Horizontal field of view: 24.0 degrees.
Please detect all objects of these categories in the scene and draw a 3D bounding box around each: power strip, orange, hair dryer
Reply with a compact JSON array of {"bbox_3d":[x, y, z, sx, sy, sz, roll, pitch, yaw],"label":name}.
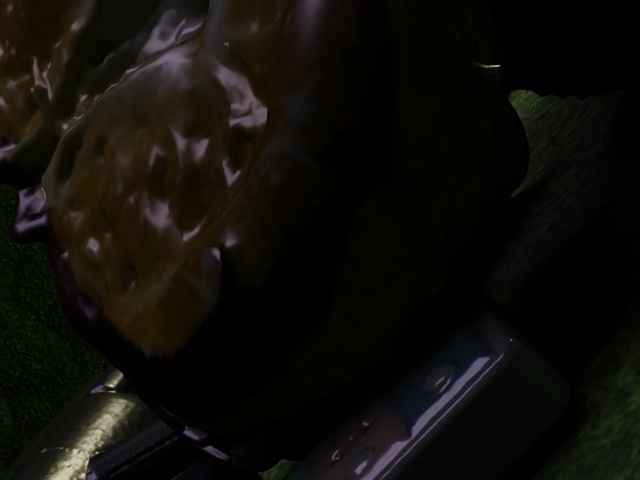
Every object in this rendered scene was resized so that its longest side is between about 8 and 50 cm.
[{"bbox_3d":[0.019,0.129,0.612,0.215,0.061,0.145,-48,13,8],"label":"power strip"},{"bbox_3d":[-0.032,-0.096,0.744,0.210,0.368,0.271,-5,-35,-40],"label":"orange"},{"bbox_3d":[-0.128,0.160,1.268,0.302,0.116,0.244,-32,14,30],"label":"hair dryer"}]

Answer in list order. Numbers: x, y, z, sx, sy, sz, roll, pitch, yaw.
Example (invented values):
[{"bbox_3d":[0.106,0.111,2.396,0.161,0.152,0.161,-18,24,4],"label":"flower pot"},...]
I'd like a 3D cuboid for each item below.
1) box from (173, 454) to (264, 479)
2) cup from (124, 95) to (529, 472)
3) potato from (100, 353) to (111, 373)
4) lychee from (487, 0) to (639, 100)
[{"bbox_3d":[-0.136,0.238,0.979,0.230,0.050,0.160,-43,8,38],"label":"box"},{"bbox_3d":[0.000,0.000,0.951,0.280,0.196,0.196,-42,3,-27],"label":"cup"},{"bbox_3d":[-0.137,0.075,1.573,0.298,0.141,0.176,-42,18,49],"label":"potato"},{"bbox_3d":[0.144,-0.205,0.877,0.260,0.260,0.260,-48,6,7],"label":"lychee"}]
